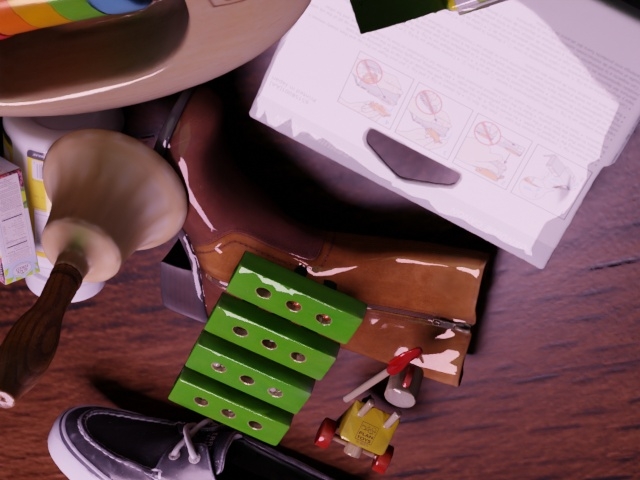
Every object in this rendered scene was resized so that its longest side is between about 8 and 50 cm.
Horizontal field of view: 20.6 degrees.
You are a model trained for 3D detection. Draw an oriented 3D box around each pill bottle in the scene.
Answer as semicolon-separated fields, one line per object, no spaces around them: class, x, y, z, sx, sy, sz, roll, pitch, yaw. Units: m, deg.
pill bottle;-0.223;-0.039;1.535;0.103;0.103;0.184;17;129;13

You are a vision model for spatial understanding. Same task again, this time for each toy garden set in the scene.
toy garden set;-0.002;0.104;1.501;0.204;0.049;0.244;24;144;-5

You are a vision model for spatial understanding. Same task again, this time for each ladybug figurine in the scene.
ladybug figurine;-0.200;-0.230;1.313;0.449;0.161;0.305;-7;146;19

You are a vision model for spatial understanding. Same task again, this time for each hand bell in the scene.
hand bell;-0.200;0.037;1.360;0.126;0.242;0.126;11;135;11

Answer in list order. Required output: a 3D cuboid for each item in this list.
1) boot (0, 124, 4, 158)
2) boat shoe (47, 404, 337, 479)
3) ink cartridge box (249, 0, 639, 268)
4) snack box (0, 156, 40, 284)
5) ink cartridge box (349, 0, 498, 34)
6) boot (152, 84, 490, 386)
boot;-0.335;-0.100;1.584;0.121;0.045;0.099;13;131;15
boat shoe;-0.110;0.216;1.670;0.301;0.108;0.102;25;131;3
ink cartridge box;0.108;-0.134;1.342;0.275;0.060;0.239;28;132;3
snack box;-0.297;-0.033;1.515;0.141;0.037;0.100;28;132;46
ink cartridge box;0.093;-0.241;1.109;0.097;0.255;0.188;-13;97;32
boot;0.000;0.000;1.467;0.281;0.096;0.264;14;128;14
